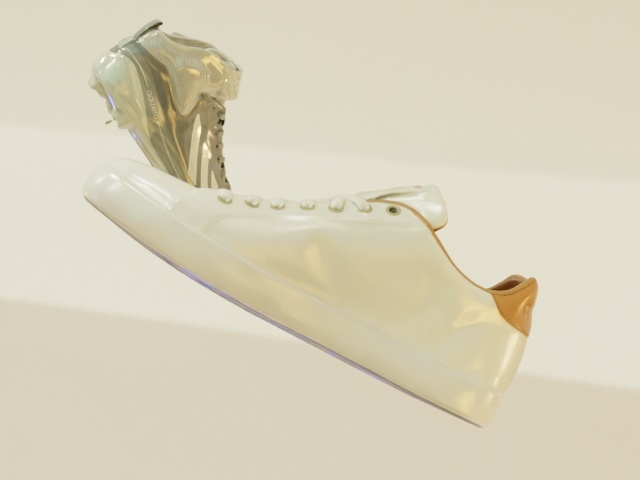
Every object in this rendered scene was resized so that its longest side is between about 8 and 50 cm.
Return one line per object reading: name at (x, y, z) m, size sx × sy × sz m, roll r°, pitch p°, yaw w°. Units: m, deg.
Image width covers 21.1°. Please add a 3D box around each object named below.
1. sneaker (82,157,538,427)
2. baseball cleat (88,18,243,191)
sneaker at (0.000, 0.000, 1.059) m, size 0.290 × 0.106 × 0.123 m, roll 27°, pitch -93°, yaw -12°
baseball cleat at (-0.089, -0.078, 1.325) m, size 0.109 × 0.072 × 0.206 m, roll -35°, pitch -53°, yaw -1°
